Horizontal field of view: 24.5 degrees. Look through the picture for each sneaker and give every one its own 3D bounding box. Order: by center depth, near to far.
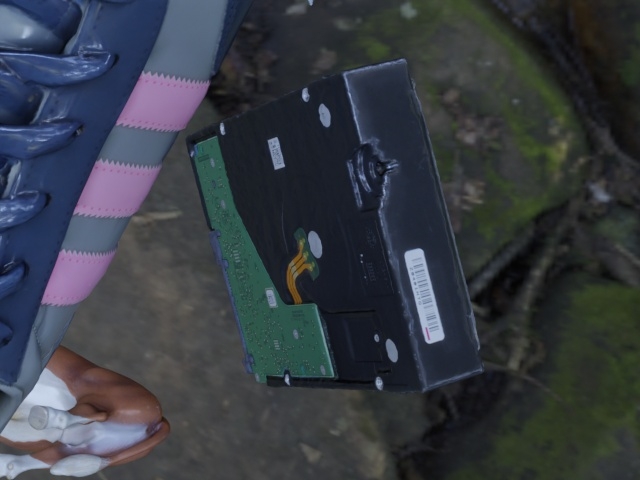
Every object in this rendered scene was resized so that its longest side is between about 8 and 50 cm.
[{"bbox_3d":[-0.091,-0.016,0.394,0.112,0.319,0.131,16,51,-12],"label":"sneaker"}]

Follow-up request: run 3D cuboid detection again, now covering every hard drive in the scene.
[{"bbox_3d":[0.000,0.000,1.178,0.064,0.339,0.237,-15,91,-25],"label":"hard drive"}]

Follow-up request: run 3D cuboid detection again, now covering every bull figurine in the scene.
[{"bbox_3d":[-0.291,0.138,1.336,0.188,0.310,0.101,-12,111,-62],"label":"bull figurine"}]

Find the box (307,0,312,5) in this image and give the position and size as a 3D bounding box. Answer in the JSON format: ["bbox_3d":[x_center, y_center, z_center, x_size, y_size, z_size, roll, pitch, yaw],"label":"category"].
[{"bbox_3d":[-0.025,-0.360,1.626,0.178,0.042,0.109,52,41,-43],"label":"box"}]
